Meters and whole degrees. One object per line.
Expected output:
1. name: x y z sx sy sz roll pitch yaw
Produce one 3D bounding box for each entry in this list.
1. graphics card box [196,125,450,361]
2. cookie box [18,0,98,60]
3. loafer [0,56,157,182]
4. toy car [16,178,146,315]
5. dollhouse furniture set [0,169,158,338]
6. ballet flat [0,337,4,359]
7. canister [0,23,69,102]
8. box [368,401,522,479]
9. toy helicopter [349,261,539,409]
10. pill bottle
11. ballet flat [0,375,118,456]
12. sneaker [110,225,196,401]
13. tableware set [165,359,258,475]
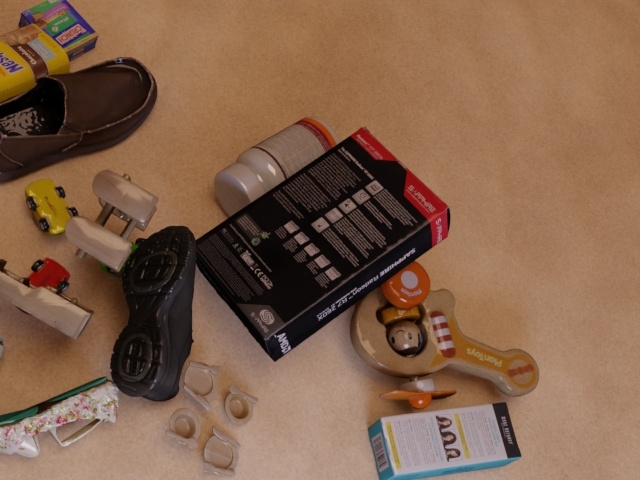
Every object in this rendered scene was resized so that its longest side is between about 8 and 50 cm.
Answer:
1. graphics card box: 0.000 0.000 1.705 0.371 0.094 0.233 -35 61 -15
2. cookie box: -0.466 -0.374 1.848 0.107 0.040 0.092 47 56 6
3. loafer: -0.416 -0.214 1.728 0.366 0.130 0.134 -35 81 -33
4. toy car: -0.373 0.026 1.664 0.225 0.053 0.239 8 61 -19
5. dollhouse furniture set: -0.365 -0.001 1.527 0.161 0.212 0.242 31 83 -7
6. ballet flat: -0.585 0.127 1.510 0.248 0.086 0.086 29 56 -7
7. canister: -0.527 -0.292 1.750 0.126 0.073 0.170 40 52 22
8. box: 0.208 0.337 1.732 0.244 0.060 0.100 -2 65 -23
9. toy helicopter: 0.214 0.198 1.768 0.355 0.140 0.235 21 59 -14
10. pill bottle: -0.073 -0.123 1.827 0.221 0.121 0.121 -34 80 -33
11. ballet flat: -0.401 0.270 1.507 0.241 0.091 0.077 -18 93 -26
12. sneaker: -0.247 0.116 1.623 0.109 0.130 0.286 4 68 22
13. tableware set: -0.168 0.275 1.612 0.141 0.020 0.168 36 51 -25
